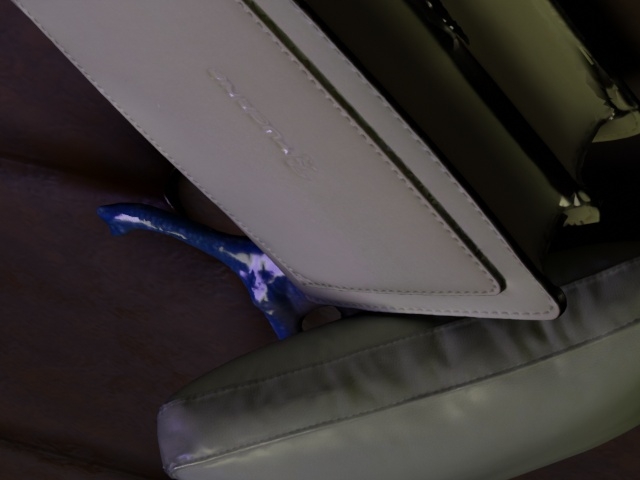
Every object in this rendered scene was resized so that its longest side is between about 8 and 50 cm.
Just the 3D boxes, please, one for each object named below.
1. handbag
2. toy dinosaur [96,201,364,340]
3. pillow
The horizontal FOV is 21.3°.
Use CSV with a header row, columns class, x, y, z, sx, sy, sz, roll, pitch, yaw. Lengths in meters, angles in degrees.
class,x,y,z,sx,sy,sz,roll,pitch,yaw
handbag,-0.023,-0.117,0.888,0.237,0.160,0.358,-5,140,44
toy dinosaur,0.000,0.000,1.128,0.248,0.075,0.188,-19,130,30
pillow,0.075,0.094,1.054,0.322,0.120,0.255,-17,164,6
